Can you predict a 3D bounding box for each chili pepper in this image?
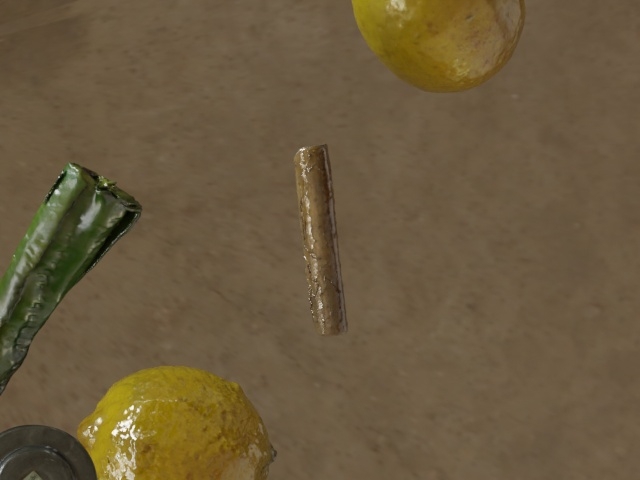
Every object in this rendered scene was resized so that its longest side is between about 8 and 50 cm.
[{"bbox_3d":[-0.298,0.074,1.575,0.085,0.076,0.359,33,114,-17],"label":"chili pepper"}]

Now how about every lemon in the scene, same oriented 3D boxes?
[{"bbox_3d":[0.120,-0.237,1.659,0.170,0.170,0.207,-46,130,-10],"label":"lemon"},{"bbox_3d":[-0.163,0.238,1.880,0.231,0.192,0.192,10,91,-15],"label":"lemon"}]

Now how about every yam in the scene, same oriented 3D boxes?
[{"bbox_3d":[0.000,0.000,1.252,0.032,0.032,0.145,-10,99,-18],"label":"yam"}]

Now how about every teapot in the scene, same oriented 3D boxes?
[{"bbox_3d":[-0.240,0.218,1.457,0.149,0.108,0.111,0,82,-19],"label":"teapot"}]
